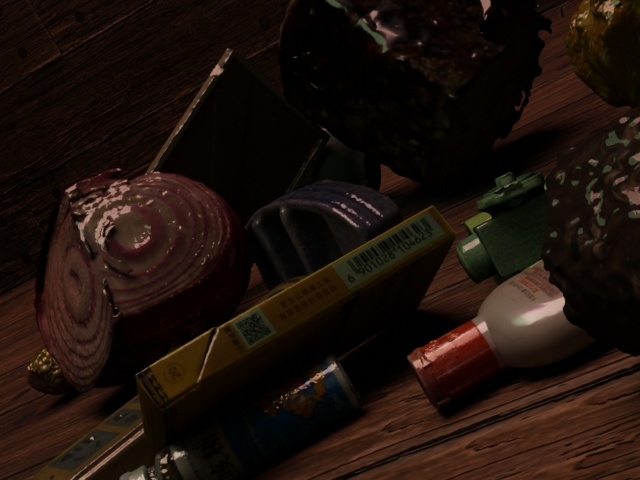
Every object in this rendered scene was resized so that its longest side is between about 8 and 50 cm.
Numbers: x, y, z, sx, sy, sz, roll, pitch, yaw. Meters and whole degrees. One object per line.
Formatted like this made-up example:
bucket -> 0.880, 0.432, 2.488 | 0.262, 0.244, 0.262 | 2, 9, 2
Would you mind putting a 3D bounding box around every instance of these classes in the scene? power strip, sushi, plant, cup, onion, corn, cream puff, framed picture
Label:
power strip -> -0.102, 0.132, 0.928 | 0.388, 0.066, 0.092 | -36, 15, -36
sushi -> 0.124, -0.243, 1.317 | 0.281, 0.294, 0.299 | -53, -22, -17
plant -> 0.248, -0.015, 0.479 | 0.147, 0.149, 0.275 | 12, -16, -41
cup -> 0.012, -0.101, 1.510 | 0.150, 0.199, 0.199 | -5, 19, 21
onion -> -0.205, 0.050, 1.181 | 0.231, 0.272, 0.256 | -17, -2, -38
corn -> -0.300, 0.121, 1.433 | 0.097, 0.097, 0.320 | -20, 14, 40
cream puff -> 0.359, -0.199, 0.919 | 0.196, 0.244, 0.244 | -60, -9, 34
framed picture -> -0.127, -0.087, 1.350 | 0.020, 0.211, 0.289 | 14, 69, 53

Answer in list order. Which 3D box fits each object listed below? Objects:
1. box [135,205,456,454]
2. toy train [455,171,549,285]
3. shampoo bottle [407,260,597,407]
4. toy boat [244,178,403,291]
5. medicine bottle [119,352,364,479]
box -> -0.019, 0.080, 0.807 | 0.279, 0.041, 0.153 | -29, -20, -21
toy train -> 0.229, -0.038, 0.809 | 0.253, 0.105, 0.157 | -29, -1, 5
shampoo bottle -> 0.165, 0.044, 0.675 | 0.221, 0.051, 0.108 | -30, 15, -1
toy boat -> 0.000, 0.000, 1.119 | 0.078, 0.127, 0.283 | -27, 7, -28
medicine bottle -> -0.060, 0.154, 0.753 | 0.191, 0.051, 0.051 | -31, 11, -3
